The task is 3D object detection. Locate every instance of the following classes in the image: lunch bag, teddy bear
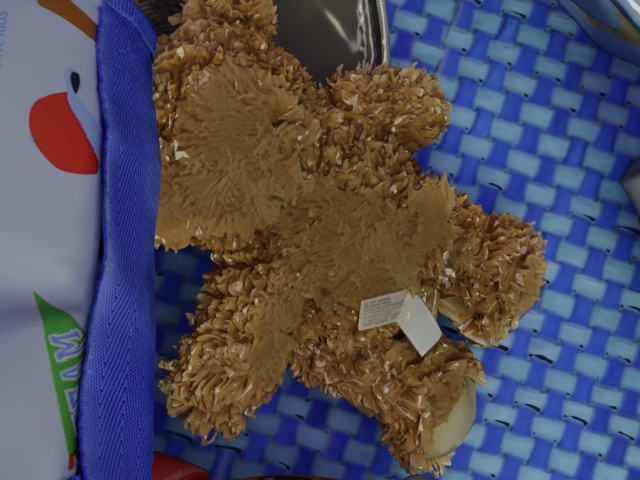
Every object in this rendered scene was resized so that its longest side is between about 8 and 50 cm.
[{"bbox_3d":[-0.244,0.069,0.758,0.386,0.239,0.327,-18,50,17],"label":"lunch bag"},{"bbox_3d":[0.000,0.000,0.974,0.338,0.113,0.245,17,93,-39],"label":"teddy bear"}]

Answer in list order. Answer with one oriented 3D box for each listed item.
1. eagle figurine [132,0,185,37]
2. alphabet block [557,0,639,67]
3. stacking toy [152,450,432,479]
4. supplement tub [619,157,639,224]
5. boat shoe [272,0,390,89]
[{"bbox_3d":[-0.219,-0.174,0.971,0.298,0.225,0.226,23,74,5],"label":"eagle figurine"},{"bbox_3d":[0.199,-0.228,0.989,0.197,0.192,0.193,-43,108,4],"label":"alphabet block"},{"bbox_3d":[-0.191,0.212,0.920,0.480,0.350,0.350,22,84,10],"label":"stacking toy"},{"bbox_3d":[0.346,0.049,0.994,0.241,0.241,0.331,-34,91,-8],"label":"supplement tub"},{"bbox_3d":[-0.036,-0.203,1.022,0.109,0.091,0.305,-19,97,1],"label":"boat shoe"}]
